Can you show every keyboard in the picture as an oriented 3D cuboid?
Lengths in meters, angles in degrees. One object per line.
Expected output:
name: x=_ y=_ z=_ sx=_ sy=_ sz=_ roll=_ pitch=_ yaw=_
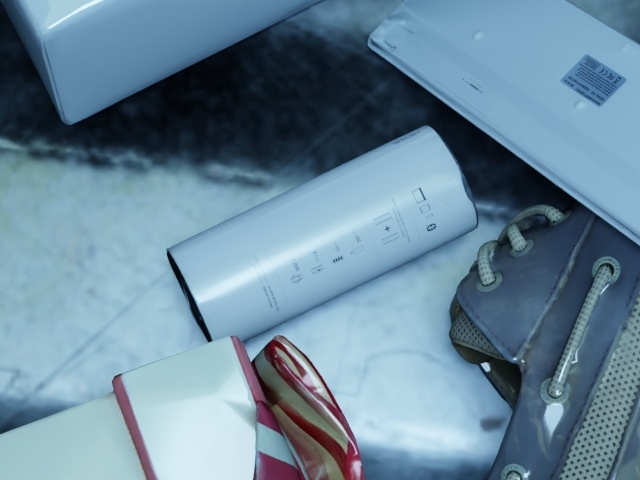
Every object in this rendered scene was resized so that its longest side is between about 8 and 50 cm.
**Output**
keyboard: x=0.112 y=-0.061 z=0.816 sx=0.072 sy=0.014 sz=0.256 roll=-41 pitch=44 yaw=-6

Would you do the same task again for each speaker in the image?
speaker: x=0.000 y=0.000 z=0.856 sx=0.136 sy=0.055 sz=0.055 roll=-26 pitch=79 yaw=-8

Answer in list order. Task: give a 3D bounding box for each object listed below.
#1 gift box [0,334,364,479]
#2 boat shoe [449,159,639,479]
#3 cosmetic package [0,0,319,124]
gift box: x=-0.076 y=0.193 z=0.702 sx=0.258 sy=0.276 sz=0.255 roll=-21 pitch=84 yaw=-9
boat shoe: x=0.119 y=0.036 z=0.815 sx=0.130 sy=0.132 sz=0.355 roll=10 pitch=70 yaw=7
cosmetic package: x=-0.073 y=-0.212 z=0.862 sx=0.224 sy=0.138 sz=0.224 roll=-28 pitch=81 yaw=-8
